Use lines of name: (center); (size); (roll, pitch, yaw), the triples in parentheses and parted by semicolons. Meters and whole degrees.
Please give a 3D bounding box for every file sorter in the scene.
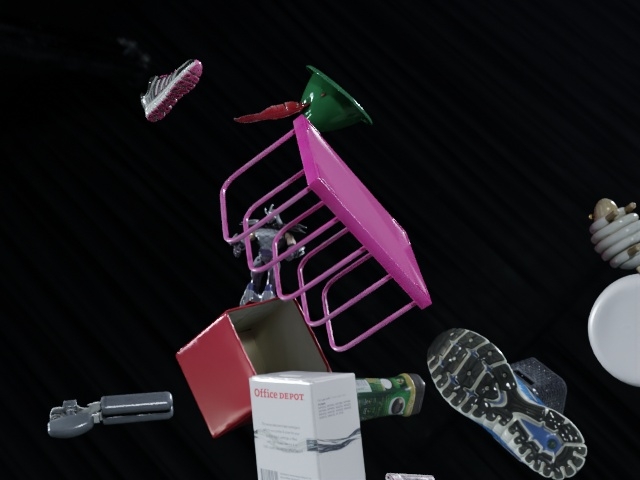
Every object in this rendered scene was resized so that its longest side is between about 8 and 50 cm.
file sorter: (0.000, 0.000, 1.579); (0.182, 0.291, 0.202); (-35, 31, 14)

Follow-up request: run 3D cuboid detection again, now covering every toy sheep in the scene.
toy sheep: (0.444, -0.002, 1.506); (0.091, 0.132, 0.091); (-23, -14, -6)

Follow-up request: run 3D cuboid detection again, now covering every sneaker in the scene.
sneaker: (0.312, 0.290, 1.775); (0.130, 0.330, 0.147); (-42, -21, -6)
sneaker: (-0.331, -0.340, 2.224); (0.170, 0.075, 0.063); (-44, -23, 17)

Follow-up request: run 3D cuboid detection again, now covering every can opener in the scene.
can opener: (-0.481, 0.411, 2.358); (0.283, 0.095, 0.076); (-3, -45, -9)

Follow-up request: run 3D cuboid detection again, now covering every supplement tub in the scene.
supplement tub: (0.709, 0.174, 2.122); (0.228, 0.228, 0.316); (-51, -24, 23)

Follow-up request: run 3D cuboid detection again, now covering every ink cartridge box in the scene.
ink cartridge box: (-0.021, 0.332, 1.652); (0.100, 0.237, 0.172); (-5, -1, -39)

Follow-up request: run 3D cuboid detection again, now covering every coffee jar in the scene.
coffee jar: (0.141, 0.349, 2.286); (0.184, 0.079, 0.096); (-1, -61, -22)

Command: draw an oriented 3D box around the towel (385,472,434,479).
towel: (0.236, 0.580, 2.208); (0.144, 0.197, 0.029); (14, -57, -40)

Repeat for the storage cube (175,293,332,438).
storage cube: (-0.128, 0.239, 1.967); (0.183, 0.215, 0.193); (-12, -21, -47)

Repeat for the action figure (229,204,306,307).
action figure: (-0.128, 0.053, 2.449); (0.099, 0.185, 0.285); (17, -101, -63)

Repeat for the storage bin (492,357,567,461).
storage bin: (0.426, 0.347, 2.105); (0.084, 0.122, 0.180); (-13, -59, -27)

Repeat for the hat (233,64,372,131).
hat: (-0.025, -0.231, 2.054); (0.183, 0.173, 0.208); (-48, 30, 1)
